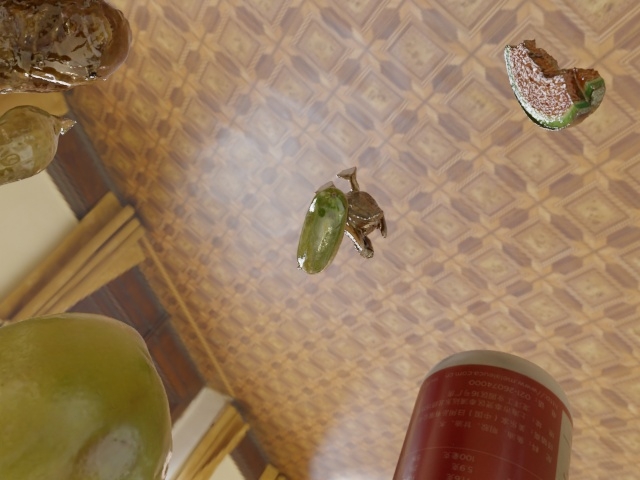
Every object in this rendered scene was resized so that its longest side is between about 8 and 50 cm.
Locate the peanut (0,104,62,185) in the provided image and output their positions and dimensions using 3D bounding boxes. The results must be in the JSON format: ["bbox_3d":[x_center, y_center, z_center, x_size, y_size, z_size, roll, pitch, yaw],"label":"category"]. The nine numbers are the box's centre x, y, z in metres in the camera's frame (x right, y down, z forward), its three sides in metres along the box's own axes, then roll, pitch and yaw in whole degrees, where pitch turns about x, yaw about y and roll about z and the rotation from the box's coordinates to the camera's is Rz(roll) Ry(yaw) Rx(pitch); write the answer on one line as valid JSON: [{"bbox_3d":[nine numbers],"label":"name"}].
[{"bbox_3d":[-0.435,-0.112,0.890,0.103,0.229,0.098,49,140,9],"label":"peanut"}]

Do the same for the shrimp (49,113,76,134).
[{"bbox_3d":[-0.490,-0.179,1.125,0.217,0.150,0.051,-3,100,50],"label":"shrimp"}]

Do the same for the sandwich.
[{"bbox_3d":[0.205,-0.138,0.609,0.135,0.029,0.067,-113,13,-51],"label":"sandwich"}]

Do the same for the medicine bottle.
[{"bbox_3d":[0.113,0.210,0.508,0.131,0.250,0.131,13,134,14],"label":"medicine bottle"}]

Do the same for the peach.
[{"bbox_3d":[-0.330,0.245,0.808,0.282,0.316,0.313,-2,92,49],"label":"peach"}]

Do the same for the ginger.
[{"bbox_3d":[-0.492,-0.325,1.078,0.254,0.419,0.176,-7,88,49],"label":"ginger"}]

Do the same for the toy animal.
[{"bbox_3d":[0.072,-0.029,1.184,0.179,0.089,0.188,64,166,-23],"label":"toy animal"}]

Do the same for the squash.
[{"bbox_3d":[0.000,0.000,1.070,0.066,0.066,0.252,32,150,8],"label":"squash"}]
